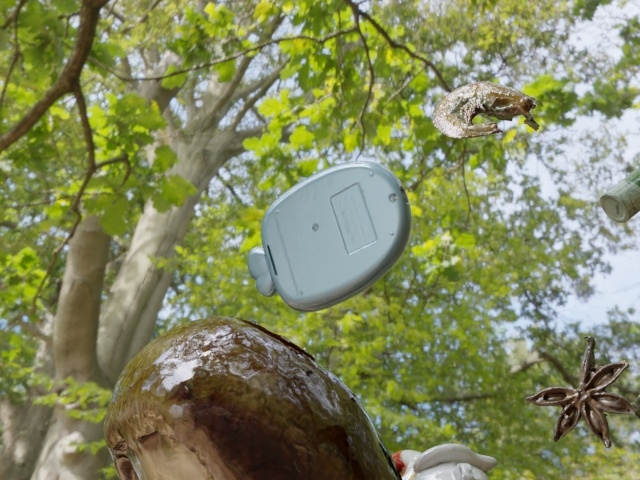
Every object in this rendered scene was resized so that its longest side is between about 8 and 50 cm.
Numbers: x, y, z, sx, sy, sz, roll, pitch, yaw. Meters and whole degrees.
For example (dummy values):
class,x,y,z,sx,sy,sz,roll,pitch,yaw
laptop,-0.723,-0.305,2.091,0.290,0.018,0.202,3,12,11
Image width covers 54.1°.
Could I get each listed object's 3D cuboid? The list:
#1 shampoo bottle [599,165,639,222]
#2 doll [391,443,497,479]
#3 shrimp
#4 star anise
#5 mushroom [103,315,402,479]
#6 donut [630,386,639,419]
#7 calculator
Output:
class,x,y,z,sx,sy,sz,roll,pitch,yaw
shampoo bottle,0.580,-0.109,1.085,0.205,0.065,0.065,-35,-52,-11
doll,0.116,0.354,0.783,0.099,0.188,0.384,1,-39,-16
shrimp,0.266,-0.203,1.019,0.188,0.132,0.051,16,-24,44
star anise,0.521,0.311,1.214,0.208,0.172,0.063,-49,-31,6
mushroom,-0.040,0.191,0.471,0.278,0.163,0.297,20,-44,53
donut,0.282,0.029,0.362,0.144,0.126,0.186,21,-57,3
calculator,0.000,0.000,0.899,0.303,0.188,0.042,-28,-18,32
